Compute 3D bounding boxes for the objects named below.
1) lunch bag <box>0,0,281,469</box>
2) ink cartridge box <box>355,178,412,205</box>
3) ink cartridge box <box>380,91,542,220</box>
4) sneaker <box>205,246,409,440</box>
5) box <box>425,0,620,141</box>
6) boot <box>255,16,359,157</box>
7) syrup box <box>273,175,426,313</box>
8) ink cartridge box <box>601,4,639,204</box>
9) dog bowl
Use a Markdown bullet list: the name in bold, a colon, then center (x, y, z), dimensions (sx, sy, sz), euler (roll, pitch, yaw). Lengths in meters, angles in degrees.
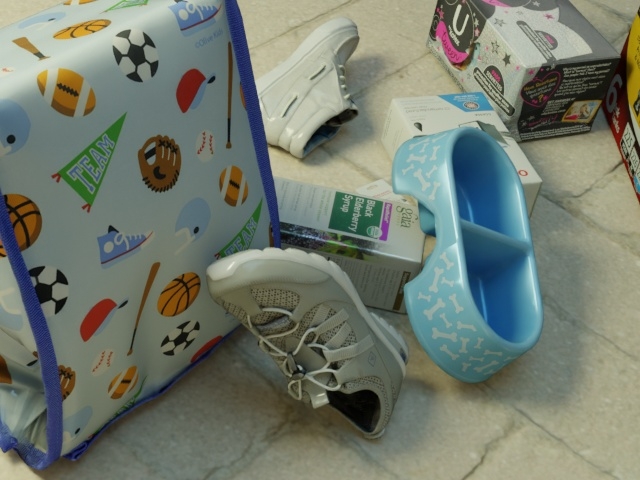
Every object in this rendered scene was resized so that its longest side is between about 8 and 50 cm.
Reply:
- **lunch bag**: center (-0.216, -0.017, 1.046), dimensions (0.239, 0.385, 0.328), euler (12, 37, 40)
- **ink cartridge box**: center (0.084, -0.037, 1.368), dimensions (0.048, 0.028, 0.083), euler (-22, 53, -31)
- **ink cartridge box**: center (0.180, -0.102, 1.421), dimensions (0.140, 0.082, 0.190), euler (-7, 45, -19)
- **sneaker**: center (-0.002, 0.102, 1.063), dimensions (0.281, 0.105, 0.115), euler (37, 45, -37)
- **box**: center (0.284, -0.276, 1.581), dimensions (0.163, 0.142, 0.247), euler (-9, 47, -21)
- **boot**: center (0.005, -0.204, 1.495), dimensions (0.123, 0.095, 0.258), euler (35, 56, 15)
- **syrup box**: center (0.000, 0.000, 1.263), dimensions (0.237, 0.096, 0.093), euler (12, 45, 1)
- **ink cartridge box**: center (0.505, -0.192, 1.445), dimensions (0.130, 0.271, 0.309), euler (4, 43, -8)
- **dog bowl**: center (0.168, 0.005, 1.212), dimensions (0.166, 0.074, 0.297), euler (18, 57, -40)
